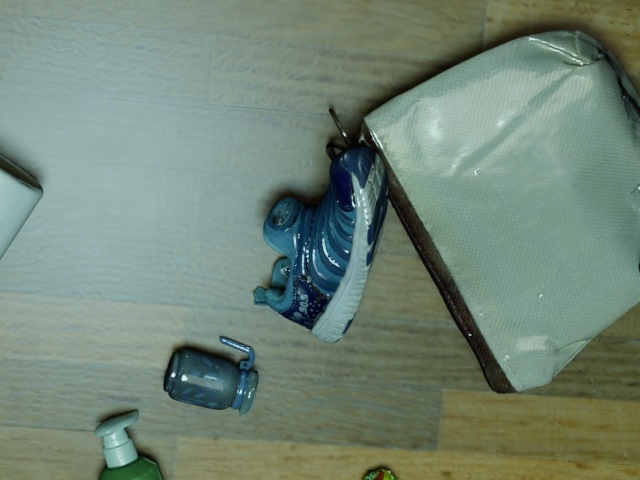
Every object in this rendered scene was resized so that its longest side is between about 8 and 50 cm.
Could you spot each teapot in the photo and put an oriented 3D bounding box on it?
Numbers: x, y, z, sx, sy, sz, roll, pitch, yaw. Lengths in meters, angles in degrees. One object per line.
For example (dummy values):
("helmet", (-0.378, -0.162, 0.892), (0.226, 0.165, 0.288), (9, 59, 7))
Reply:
("teapot", (-0.101, 0.126, 1.581), (0.083, 0.063, 0.049), (16, 128, -12))

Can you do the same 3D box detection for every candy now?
("candy", (0.086, 0.261, 1.633), (0.123, 0.035, 0.035), (40, 124, -20))

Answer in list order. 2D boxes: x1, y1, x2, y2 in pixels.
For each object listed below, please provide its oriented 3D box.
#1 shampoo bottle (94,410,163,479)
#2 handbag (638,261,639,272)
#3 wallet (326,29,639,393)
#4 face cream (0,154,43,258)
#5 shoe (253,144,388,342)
("shampoo bottle", (-0.162, 0.261, 1.584), (0.065, 0.065, 0.205), (-18, 101, -4))
("handbag", (0.452, -0.040, 1.541), (0.257, 0.113, 0.285), (27, 80, 1))
("wallet", (0.191, -0.039, 1.582), (0.274, 0.068, 0.335), (-31, 108, 2))
("face cream", (-0.378, 0.072, 1.504), (0.102, 0.102, 0.345), (34, 92, -11))
("shoe", (0.000, 0.000, 1.520), (0.106, 0.091, 0.207), (20, 130, -1))
